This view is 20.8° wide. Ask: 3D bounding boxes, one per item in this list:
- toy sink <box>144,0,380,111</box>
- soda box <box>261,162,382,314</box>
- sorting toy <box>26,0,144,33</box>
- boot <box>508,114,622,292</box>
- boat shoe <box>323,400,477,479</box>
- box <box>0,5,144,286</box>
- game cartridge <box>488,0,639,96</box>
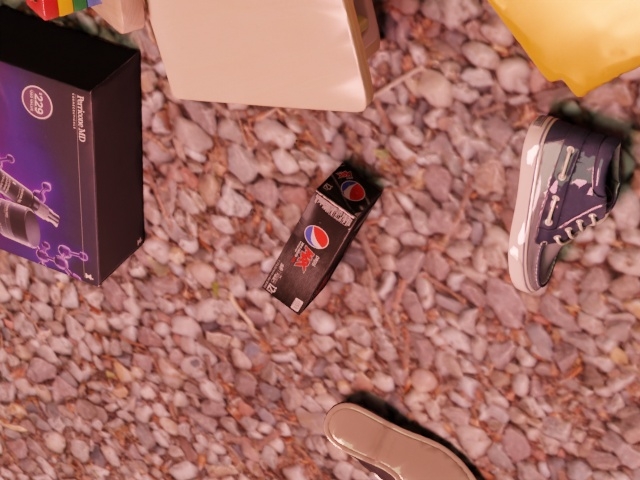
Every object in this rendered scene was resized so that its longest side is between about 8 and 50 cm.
[{"bbox_3d":[-0.033,-0.222,1.627,0.234,0.131,0.153,7,125,36],"label":"toy sink"},{"bbox_3d":[0.000,0.000,1.817,0.053,0.060,0.169,37,135,6],"label":"soda box"},{"bbox_3d":[-0.273,-0.348,1.638,0.257,0.089,0.255,43,145,45],"label":"sorting toy"},{"bbox_3d":[0.232,-0.022,1.640,0.086,0.069,0.190,19,129,25],"label":"boot"},{"bbox_3d":[0.095,0.247,1.952,0.206,0.075,0.065,33,177,1],"label":"boat shoe"},{"bbox_3d":[-0.296,-0.102,1.912,0.184,0.103,0.261,18,130,19],"label":"box"},{"bbox_3d":[0.247,-0.294,1.450,0.323,0.053,0.285,-27,105,45],"label":"game cartridge"}]
